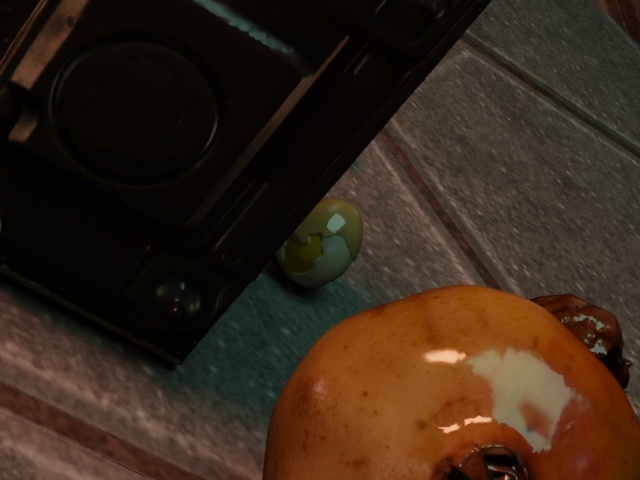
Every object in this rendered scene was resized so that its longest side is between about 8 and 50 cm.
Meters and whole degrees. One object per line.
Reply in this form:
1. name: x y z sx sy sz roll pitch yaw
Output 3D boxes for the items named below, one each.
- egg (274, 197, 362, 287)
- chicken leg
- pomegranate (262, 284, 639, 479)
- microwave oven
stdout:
1. egg: 0.000 0.000 1.285 0.071 0.083 0.071 50 1 -1
2. chicken leg: 0.182 0.090 1.377 0.304 0.093 0.113 9 5 -46
3. pomegranate: 0.080 0.157 0.938 0.264 0.264 0.264 32 27 -18
4. microwave oven: -0.111 -0.158 1.020 0.333 0.394 0.247 30 27 -19
